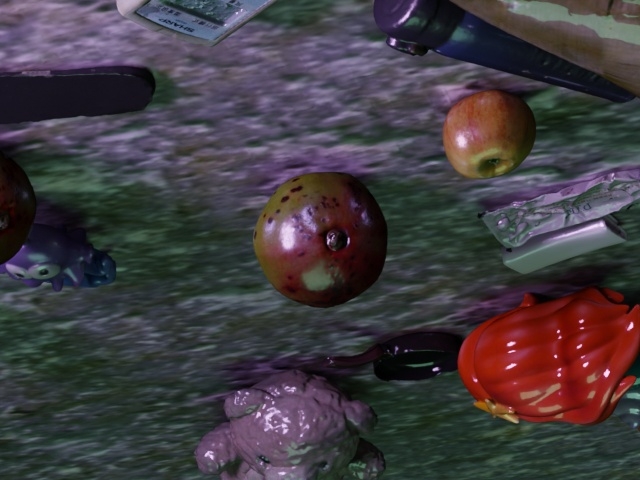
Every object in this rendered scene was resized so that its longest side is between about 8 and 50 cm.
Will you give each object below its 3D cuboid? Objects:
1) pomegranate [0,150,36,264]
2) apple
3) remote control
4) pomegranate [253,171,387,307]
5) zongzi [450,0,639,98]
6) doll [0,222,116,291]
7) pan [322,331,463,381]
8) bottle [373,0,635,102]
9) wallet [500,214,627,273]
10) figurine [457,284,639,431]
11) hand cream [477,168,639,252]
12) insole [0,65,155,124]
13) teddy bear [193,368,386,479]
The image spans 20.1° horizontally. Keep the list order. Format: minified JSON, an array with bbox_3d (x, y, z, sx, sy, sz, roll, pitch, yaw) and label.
[{"bbox_3d":[-0.311,-0.034,1.574,0.130,0.130,0.130,-5,155,-2],"label":"pomegranate"},{"bbox_3d":[0.149,-0.092,1.592,0.084,0.071,0.084,-5,156,-2],"label":"apple"},{"bbox_3d":[-0.047,-0.214,1.326,0.098,0.038,0.233,17,148,-39],"label":"remote control"},{"bbox_3d":[0.001,0.007,1.709,0.129,0.129,0.159,-6,156,-1],"label":"pomegranate"},{"bbox_3d":[0.265,-0.140,1.379,0.393,0.174,0.356,-9,153,0],"label":"zongzi"},{"bbox_3d":[-0.255,0.020,1.756,0.110,0.067,0.206,-4,167,17],"label":"doll"},{"bbox_3d":[0.080,0.134,2.100,0.212,0.040,0.115,7,154,-41],"label":"pan"},{"bbox_3d":[0.155,-0.165,1.430,0.244,0.072,0.082,12,109,-32],"label":"bottle"},{"bbox_3d":[0.254,0.004,1.880,0.122,0.025,0.061,-20,150,27],"label":"wallet"},{"bbox_3d":[0.304,0.135,2.027,0.257,0.181,0.208,8,-169,-25],"label":"figurine"},{"bbox_3d":[0.290,-0.035,1.780,0.257,0.050,0.084,-9,154,21],"label":"hand cream"},{"bbox_3d":[-0.292,-0.122,1.496,0.310,0.012,0.110,-3,154,-6],"label":"insole"},{"bbox_3d":[-0.036,0.257,2.217,0.236,0.151,0.267,6,158,-11],"label":"teddy bear"}]
